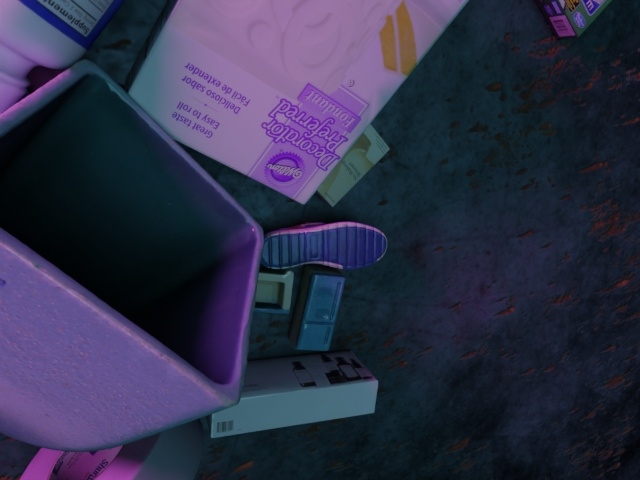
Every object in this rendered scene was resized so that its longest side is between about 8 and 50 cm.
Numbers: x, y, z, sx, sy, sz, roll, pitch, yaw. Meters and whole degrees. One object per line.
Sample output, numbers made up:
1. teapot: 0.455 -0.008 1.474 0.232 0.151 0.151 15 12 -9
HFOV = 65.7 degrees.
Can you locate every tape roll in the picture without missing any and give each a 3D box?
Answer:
1. tape roll: -0.250 0.268 0.588 0.219 0.219 0.072 -36 116 -8

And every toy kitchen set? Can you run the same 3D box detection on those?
1. toy kitchen set: -0.055 0.108 0.644 0.207 0.166 0.122 7 104 -23

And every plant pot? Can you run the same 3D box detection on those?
1. plant pot: -0.234 0.039 0.452 0.252 0.247 0.248 -32 119 20

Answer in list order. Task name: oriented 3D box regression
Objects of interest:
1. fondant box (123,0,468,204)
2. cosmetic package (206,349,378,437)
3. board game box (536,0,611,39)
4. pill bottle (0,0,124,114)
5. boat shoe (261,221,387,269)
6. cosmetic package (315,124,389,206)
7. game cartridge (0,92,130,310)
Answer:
1. fondant box: -0.021 -0.225 0.521 0.238 0.096 0.330 25 118 -32
2. cosmetic package: -0.046 0.215 0.721 0.239 0.099 0.060 -1 104 -22
3. board game box: 0.342 -0.479 0.683 0.213 0.046 0.317 -48 117 -1
4. pill bottle: -0.240 -0.246 0.417 0.152 0.152 0.272 37 94 -27
5. boat shoe: 0.000 0.000 0.686 0.183 0.066 0.066 1 104 -16
6. cosmetic package: 0.032 -0.108 0.679 0.115 0.041 0.060 -47 117 -2
7. game cartridge: -0.343 -0.020 0.551 0.230 0.068 0.355 -43 117 -8
